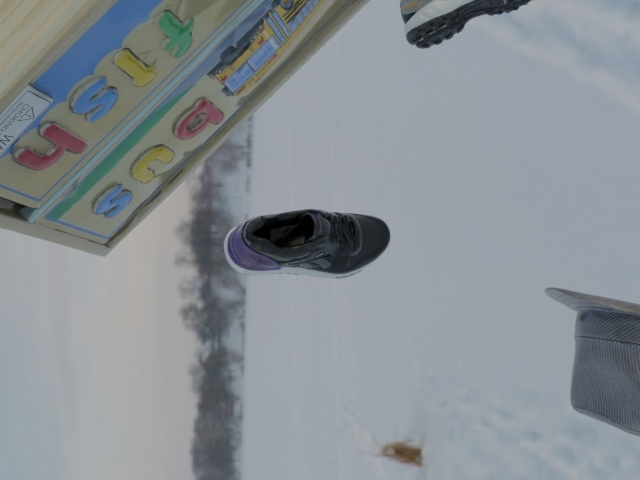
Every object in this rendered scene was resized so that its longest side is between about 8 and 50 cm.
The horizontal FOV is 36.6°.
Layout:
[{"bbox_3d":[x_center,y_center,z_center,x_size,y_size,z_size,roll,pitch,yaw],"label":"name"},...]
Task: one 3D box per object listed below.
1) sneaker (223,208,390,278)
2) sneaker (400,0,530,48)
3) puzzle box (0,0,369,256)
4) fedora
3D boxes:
[{"bbox_3d":[0.000,0.000,1.525,0.124,0.283,0.107,-37,63,61],"label":"sneaker"},{"bbox_3d":[0.255,-0.421,1.598,0.100,0.272,0.108,44,-152,-66],"label":"sneaker"},{"bbox_3d":[-0.069,-0.158,0.638,0.052,0.409,0.272,47,-176,13],"label":"puzzle box"},{"bbox_3d":[0.350,0.141,0.976,0.244,0.275,0.124,31,-108,-70],"label":"fedora"}]
